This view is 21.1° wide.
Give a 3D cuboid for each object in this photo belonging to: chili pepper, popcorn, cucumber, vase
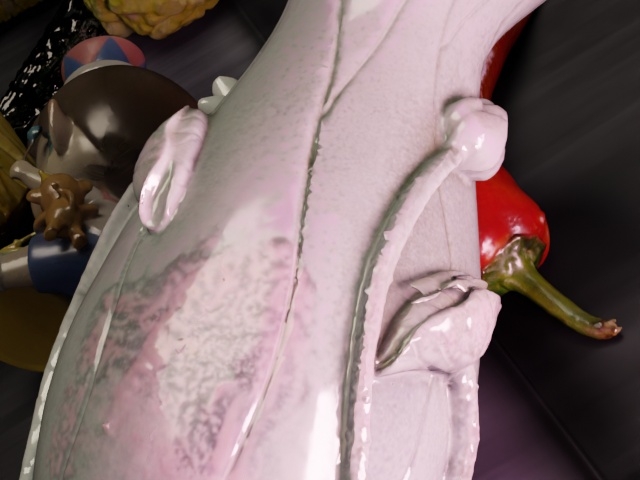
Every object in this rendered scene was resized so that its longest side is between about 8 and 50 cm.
[{"bbox_3d":[0.105,-0.072,1.155,0.137,0.092,0.368,-9,46,6],"label":"chili pepper"},{"bbox_3d":[-0.141,-0.242,1.483,0.145,0.126,0.125,-28,62,-19],"label":"popcorn"},{"bbox_3d":[-0.235,-0.156,1.506,0.053,0.053,0.181,7,55,39],"label":"cucumber"},{"bbox_3d":[0.000,0.000,0.963,0.250,0.250,0.445,6,71,39],"label":"vase"}]

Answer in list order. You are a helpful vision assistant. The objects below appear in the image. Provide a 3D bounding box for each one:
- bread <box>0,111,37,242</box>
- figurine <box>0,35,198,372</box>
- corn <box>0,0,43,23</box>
[{"bbox_3d":[-0.349,-0.024,1.326,0.253,0.142,0.227,-21,31,36],"label":"bread"},{"bbox_3d":[-0.159,-0.033,1.245,0.158,0.161,0.275,-23,33,35],"label":"figurine"},{"bbox_3d":[-0.349,-0.232,1.628,0.320,0.097,0.097,-27,39,4],"label":"corn"}]
